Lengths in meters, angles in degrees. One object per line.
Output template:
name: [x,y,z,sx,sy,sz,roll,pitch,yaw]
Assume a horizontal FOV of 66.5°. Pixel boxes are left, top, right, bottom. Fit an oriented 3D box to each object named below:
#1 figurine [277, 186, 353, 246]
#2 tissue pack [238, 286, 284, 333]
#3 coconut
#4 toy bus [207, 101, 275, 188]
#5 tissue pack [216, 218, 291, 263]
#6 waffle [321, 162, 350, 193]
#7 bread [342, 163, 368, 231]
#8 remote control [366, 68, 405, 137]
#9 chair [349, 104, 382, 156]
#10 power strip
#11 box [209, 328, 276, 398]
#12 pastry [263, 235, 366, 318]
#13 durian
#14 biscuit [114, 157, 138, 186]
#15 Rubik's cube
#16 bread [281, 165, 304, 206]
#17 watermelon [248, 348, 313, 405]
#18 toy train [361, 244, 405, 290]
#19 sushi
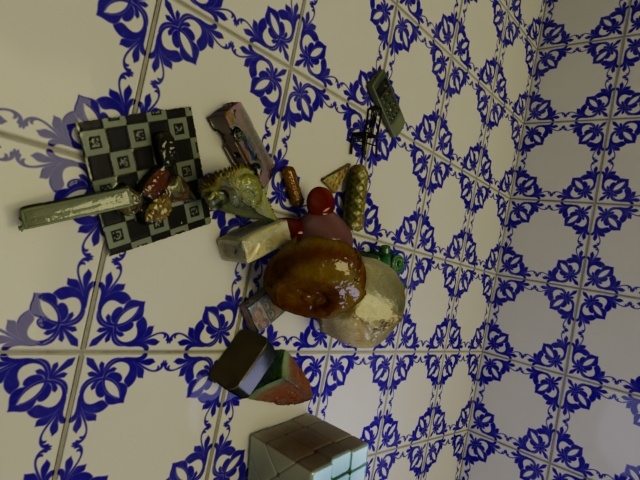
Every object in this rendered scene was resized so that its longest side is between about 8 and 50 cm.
figurine: [0.000,-0.003,1.724,0.269,0.211,0.261,-39,129,-12]
tissue pack: [-0.196,0.231,1.694,0.155,0.065,0.116,-36,118,-36]
coconut: [0.152,0.226,1.847,0.346,0.360,0.346,-11,105,-47]
toy bus: [-0.240,-0.295,1.544,0.112,0.090,0.274,-55,133,-37]
tissue pack: [-0.214,0.000,1.576,0.196,0.148,0.092,-27,111,-40]
waffle: [0.063,-0.268,1.914,0.097,0.023,0.153,44,66,-42]
bread: [0.141,-0.171,1.954,0.098,0.087,0.269,-28,124,-79]
remote control: [0.289,-0.580,2.090,0.123,0.038,0.285,-55,131,-26]
chair: [0.184,-0.448,1.972,0.101,0.084,0.213,0,97,-50]
power strip: [-0.581,-0.082,1.178,0.272,0.078,0.052,-17,107,-24]
box: [-0.249,0.408,1.611,0.201,0.144,0.090,-55,134,-27]
pastry: [-0.016,0.124,1.593,0.356,0.356,0.164,47,33,-40]
durian: [-0.258,-0.137,1.455,0.172,0.166,0.306,-35,155,0]
biscuit: [-0.523,-0.180,1.316,0.046,0.016,0.089,22,81,-49]
Rubik's cube: [-0.051,0.863,1.767,0.316,0.318,0.322,-1,98,-47]
bread: [-0.098,-0.192,1.742,0.052,0.044,0.157,-40,124,-39]
watermelon: [-0.132,0.514,1.756,0.256,0.193,0.140,42,35,-38]
toy train: [0.261,0.156,2.106,0.202,0.145,0.266,-13,105,-42]
sushi: [-0.448,-0.170,1.344,0.343,0.064,0.359,-25,115,-45]
